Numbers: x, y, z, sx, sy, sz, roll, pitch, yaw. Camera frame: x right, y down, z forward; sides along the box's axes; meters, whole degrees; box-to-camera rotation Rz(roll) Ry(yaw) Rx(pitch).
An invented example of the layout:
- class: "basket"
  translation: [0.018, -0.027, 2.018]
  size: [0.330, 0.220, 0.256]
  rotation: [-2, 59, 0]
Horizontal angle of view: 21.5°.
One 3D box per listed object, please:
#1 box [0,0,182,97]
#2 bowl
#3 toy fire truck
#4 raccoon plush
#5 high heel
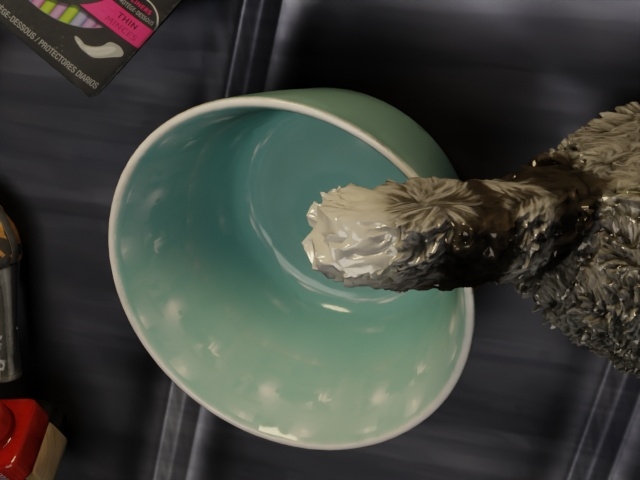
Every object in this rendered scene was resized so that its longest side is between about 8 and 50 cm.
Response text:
- class: "box"
  translation: [-0.143, -0.271, 1.306]
  size: [0.165, 0.143, 0.270]
  rotation: [39, 125, -11]
- class: "bowl"
  translation: [0.000, 0.000, 1.387]
  size: [0.311, 0.163, 0.312]
  rotation: [10, 119, 19]
- class: "toy fire truck"
  translation: [-0.392, 0.181, 1.600]
  size: [0.217, 0.158, 0.246]
  rotation: [-3, 143, 25]
- class: "raccoon plush"
  translation: [0.208, 0.070, 1.267]
  size: [0.446, 0.216, 0.299]
  rotation: [-1, 117, -2]
- class: "high heel"
  translation: [-0.401, 0.028, 1.635]
  size: [0.261, 0.093, 0.186]
  rotation: [7, 109, 22]
